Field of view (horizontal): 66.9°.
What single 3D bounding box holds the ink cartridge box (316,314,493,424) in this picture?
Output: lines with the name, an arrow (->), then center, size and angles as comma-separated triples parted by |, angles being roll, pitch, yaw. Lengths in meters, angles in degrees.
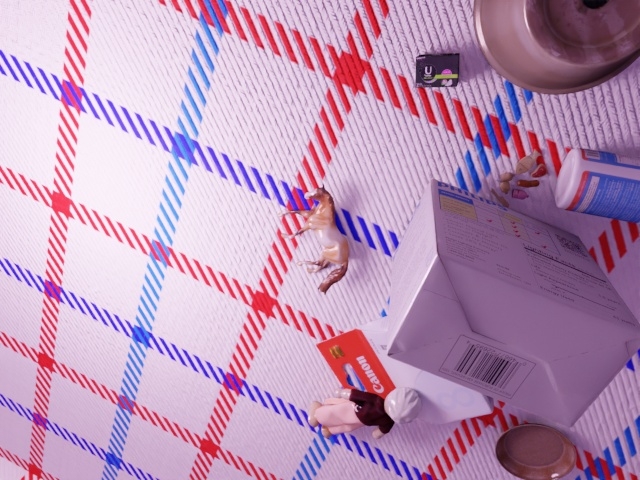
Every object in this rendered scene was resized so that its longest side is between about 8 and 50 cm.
ink cartridge box -> 0.208, 0.354, 1.276 | 0.385, 0.091, 0.308 | -25, 104, 24

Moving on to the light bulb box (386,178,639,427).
light bulb box -> 0.333, 0.093, 0.934 | 0.358, 0.361, 0.225 | 22, 118, 0

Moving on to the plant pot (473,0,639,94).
plant pot -> 0.410, -0.387, 0.769 | 0.323, 0.280, 0.323 | 6, 114, 14

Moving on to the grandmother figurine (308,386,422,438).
grandmother figurine -> 0.118, 0.459, 1.311 | 0.342, 0.104, 0.208 | -25, 126, 37

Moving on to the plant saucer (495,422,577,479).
plant saucer -> 0.567, 0.554, 1.284 | 0.198, 0.036, 0.199 | 7, 116, 15

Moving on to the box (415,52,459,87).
box -> 0.235, -0.341, 0.972 | 0.083, 0.052, 0.062 | 4, 115, 17

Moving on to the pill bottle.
pill bottle -> 0.585, -0.100, 0.931 | 0.221, 0.124, 0.124 | 13, 117, 12

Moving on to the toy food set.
toy food set -> 0.427, -0.127, 1.030 | 0.122, 0.019, 0.078 | -40, 98, 20

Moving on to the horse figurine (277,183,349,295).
horse figurine -> 0.000, 0.000, 1.195 | 0.174, 0.066, 0.263 | -18, 105, 30
